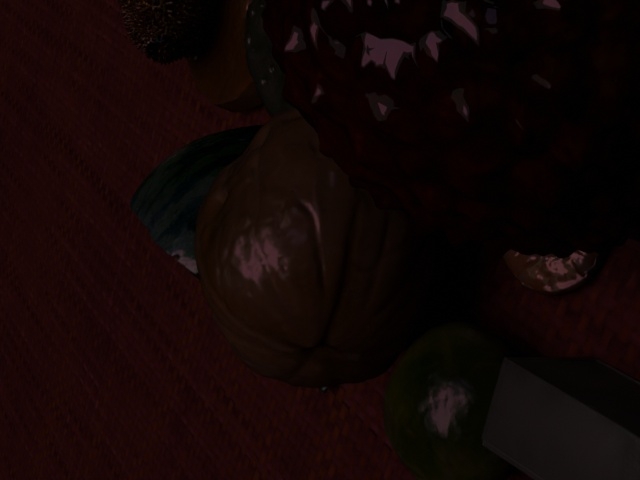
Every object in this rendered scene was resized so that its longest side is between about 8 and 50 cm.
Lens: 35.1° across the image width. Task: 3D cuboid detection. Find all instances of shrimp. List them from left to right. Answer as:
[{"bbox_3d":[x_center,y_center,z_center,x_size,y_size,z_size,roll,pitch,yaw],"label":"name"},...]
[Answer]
[{"bbox_3d":[0.220,-0.062,1.007,0.133,0.053,0.236,-27,68,51],"label":"shrimp"}]

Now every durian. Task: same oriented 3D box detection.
[{"bbox_3d":[-0.226,-0.341,1.478,0.158,0.137,0.168,108,156,-55],"label":"durian"}]

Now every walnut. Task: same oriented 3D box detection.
[{"bbox_3d":[0.002,0.001,1.099,0.313,0.252,0.277,-86,-14,-46],"label":"walnut"}]

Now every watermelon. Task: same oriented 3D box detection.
[{"bbox_3d":[-0.116,0.006,1.325,0.292,0.222,0.319,21,103,57],"label":"watermelon"}]

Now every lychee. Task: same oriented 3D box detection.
[{"bbox_3d":[0.152,-0.224,0.798,0.424,0.424,0.500,3,119,54],"label":"lychee"}]

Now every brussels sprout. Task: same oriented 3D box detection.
[{"bbox_3d":[0.140,0.174,1.020,0.161,0.144,0.181,27,133,31],"label":"brussels sprout"}]

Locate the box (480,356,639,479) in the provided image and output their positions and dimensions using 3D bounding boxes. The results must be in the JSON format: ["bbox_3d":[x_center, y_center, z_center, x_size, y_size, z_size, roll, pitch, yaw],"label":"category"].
[{"bbox_3d":[0.265,0.182,0.857,0.225,0.129,0.086,29,109,51],"label":"box"}]

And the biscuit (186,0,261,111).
[{"bbox_3d":[-0.098,-0.392,1.463,0.385,0.062,0.365,-55,48,37],"label":"biscuit"}]

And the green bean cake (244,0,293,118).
[{"bbox_3d":[0.016,-0.237,1.218,0.227,0.125,0.223,-45,65,45],"label":"green bean cake"}]
